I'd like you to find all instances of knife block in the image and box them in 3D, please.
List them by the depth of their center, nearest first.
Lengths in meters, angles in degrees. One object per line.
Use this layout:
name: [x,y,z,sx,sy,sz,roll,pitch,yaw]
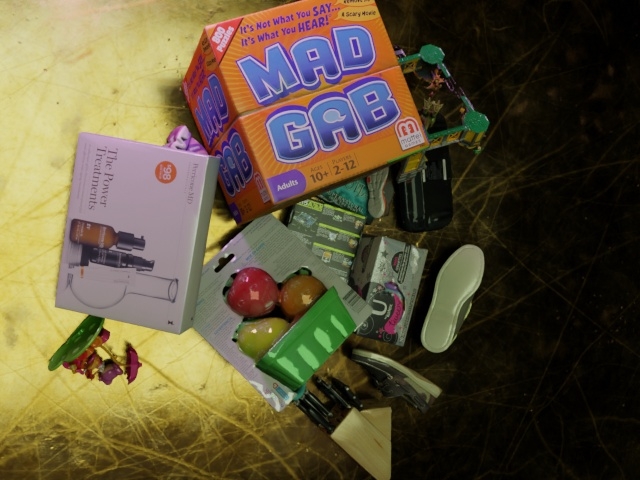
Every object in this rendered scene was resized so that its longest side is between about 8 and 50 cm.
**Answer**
knife block: [0.055,0.485,1.759,0.242,0.088,0.275,-2,94,-21]

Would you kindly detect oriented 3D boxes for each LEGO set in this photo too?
LEGO set: [0.236,-0.295,1.699,0.255,0.192,0.331,-26,68,-19]

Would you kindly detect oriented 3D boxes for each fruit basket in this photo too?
fruit basket: [-0.110,0.153,1.586,0.353,0.165,0.327,41,67,10]

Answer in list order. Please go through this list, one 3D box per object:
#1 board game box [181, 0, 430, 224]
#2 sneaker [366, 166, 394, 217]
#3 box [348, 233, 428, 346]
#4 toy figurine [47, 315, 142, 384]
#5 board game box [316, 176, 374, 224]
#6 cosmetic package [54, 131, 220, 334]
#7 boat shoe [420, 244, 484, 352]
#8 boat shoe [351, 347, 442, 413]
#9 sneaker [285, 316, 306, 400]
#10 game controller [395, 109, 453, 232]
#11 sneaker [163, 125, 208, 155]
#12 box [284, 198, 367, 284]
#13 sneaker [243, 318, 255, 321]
board game box: [-0.051,-0.274,1.502,0.357,0.356,0.356,-22,92,-19]
sneaker: [0.157,-0.134,1.760,0.065,0.061,0.157,6,92,-49]
box: [0.142,0.118,1.729,0.142,0.163,0.247,16,87,-23]
toy figurine: [-0.479,0.267,1.534,0.173,0.130,0.159,-41,118,8]
board game box: [0.074,-0.135,1.762,0.186,0.026,0.126,27,84,-21]
cosmetic package: [-0.385,-0.017,1.464,0.285,0.097,0.376,11,97,6]
boat shoe: [0.350,0.156,1.855,0.109,0.091,0.304,22,81,16]
boat shoe: [0.191,0.365,1.799,0.285,0.103,0.092,31,77,-26]
sneaker: [-0.037,0.258,1.697,0.107,0.110,0.275,16,87,-22]
game controller: [0.272,-0.182,1.828,0.167,0.067,0.318,-9,97,-35]
sneaker: [-0.331,-0.137,1.571,0.105,0.095,0.236,32,80,-28]
box: [0.000,0.000,1.706,0.191,0.045,0.184,16,83,-14]
sneaker: [-0.146,0.127,1.672,0.073,0.063,0.162,14,88,-25]
